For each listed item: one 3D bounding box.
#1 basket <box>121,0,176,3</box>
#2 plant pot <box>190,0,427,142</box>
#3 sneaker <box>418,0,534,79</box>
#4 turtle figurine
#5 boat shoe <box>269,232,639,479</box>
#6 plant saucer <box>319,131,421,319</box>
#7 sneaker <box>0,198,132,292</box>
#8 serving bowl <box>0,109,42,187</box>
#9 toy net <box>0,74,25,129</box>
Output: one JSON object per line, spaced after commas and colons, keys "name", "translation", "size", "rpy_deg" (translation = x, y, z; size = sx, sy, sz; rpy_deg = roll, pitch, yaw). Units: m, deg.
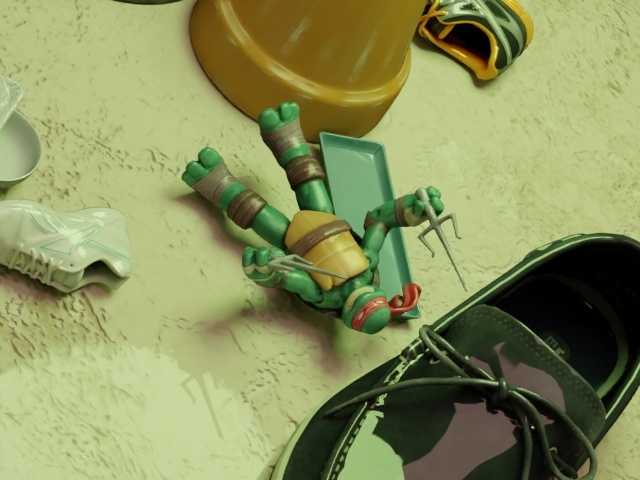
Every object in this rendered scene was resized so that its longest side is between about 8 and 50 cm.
{"name": "basket", "translation": [-0.136, -0.343, 1.602], "size": [0.204, 0.227, 0.154], "rpy_deg": [-8, 58, -36]}
{"name": "plant pot", "translation": [0.012, -0.224, 1.622], "size": [0.205, 0.188, 0.205], "rpy_deg": [17, 47, -19]}
{"name": "sneaker", "translation": [0.114, -0.240, 1.781], "size": [0.215, 0.084, 0.083], "rpy_deg": [33, 48, -5]}
{"name": "turtle figurine", "translation": [0.000, 0.000, 1.471], "size": [0.175, 0.118, 0.234], "rpy_deg": [-25, 59, -30]}
{"name": "boat shoe", "translation": [0.125, 0.137, 1.410], "size": [0.187, 0.156, 0.500], "rpy_deg": [46, 45, 7]}
{"name": "plant saucer", "translation": [0.040, -0.012, 1.578], "size": [0.067, 0.018, 0.192], "rpy_deg": [9, 50, -26]}
{"name": "sneaker", "translation": [-0.210, 0.006, 1.380], "size": [0.152, 0.053, 0.061], "rpy_deg": [2, 56, -32]}
{"name": "serving bowl", "translation": [-0.264, -0.073, 1.431], "size": [0.083, 0.027, 0.083], "rpy_deg": [18, 47, -20]}
{"name": "toy net", "translation": [-0.316, -0.077, 1.360], "size": [0.232, 0.045, 0.122], "rpy_deg": [-26, 67, -31]}
